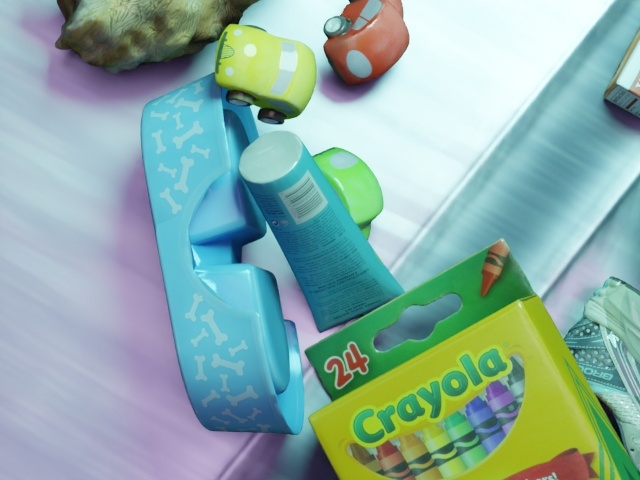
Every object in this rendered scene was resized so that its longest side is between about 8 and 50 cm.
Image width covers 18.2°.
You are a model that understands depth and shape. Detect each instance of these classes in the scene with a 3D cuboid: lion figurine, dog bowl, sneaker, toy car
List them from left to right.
[{"bbox_3d":[-0.078,0.014,1.577,0.074,0.166,0.297,-12,84,8],"label":"dog bowl"},{"bbox_3d":[-0.039,-0.278,1.611,0.392,0.240,0.142,-37,96,-22],"label":"lion figurine"},{"bbox_3d":[0.016,-0.087,1.601,0.053,0.239,0.225,4,110,36],"label":"toy car"},{"bbox_3d":[0.303,0.163,1.612,0.283,0.110,0.122,43,96,10],"label":"sneaker"}]

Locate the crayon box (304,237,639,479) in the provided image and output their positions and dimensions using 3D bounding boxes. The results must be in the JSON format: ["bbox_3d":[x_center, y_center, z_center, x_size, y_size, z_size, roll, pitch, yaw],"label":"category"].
[{"bbox_3d":[0.131,0.184,1.571,0.202,0.081,0.318,-31,84,16],"label":"crayon box"}]

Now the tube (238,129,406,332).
[{"bbox_3d":[0.000,0.000,1.568,0.080,0.207,0.052,-17,45,13],"label":"tube"}]

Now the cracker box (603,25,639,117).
[{"bbox_3d":[0.374,-0.134,1.656,0.232,0.067,0.156,30,83,0],"label":"cracker box"}]
